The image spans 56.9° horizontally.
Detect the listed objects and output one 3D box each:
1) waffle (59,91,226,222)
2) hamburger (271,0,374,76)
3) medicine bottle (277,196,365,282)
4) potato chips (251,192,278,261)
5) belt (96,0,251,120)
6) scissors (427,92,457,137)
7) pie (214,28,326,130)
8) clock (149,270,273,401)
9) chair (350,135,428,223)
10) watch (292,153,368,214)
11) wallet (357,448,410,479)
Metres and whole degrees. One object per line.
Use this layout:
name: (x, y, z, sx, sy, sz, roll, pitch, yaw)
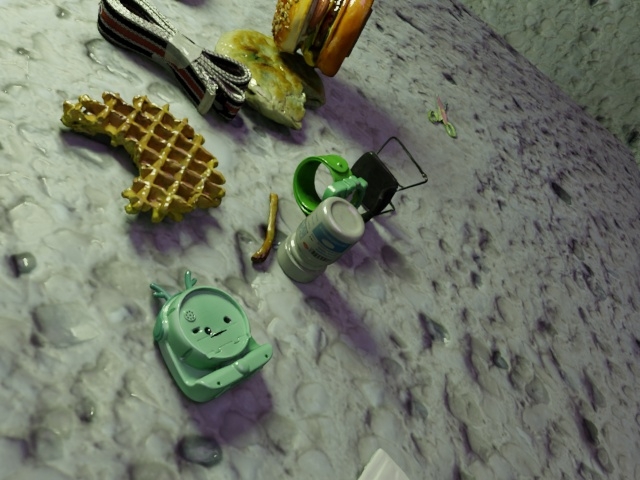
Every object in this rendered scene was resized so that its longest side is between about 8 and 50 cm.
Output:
waffle: (-0.308, -0.157, 1.091, 0.259, 0.069, 0.293, -17, 67, -51)
hamburger: (0.003, -0.572, 1.469, 0.225, 0.291, 0.291, 24, 42, -8)
medicine bottle: (0.000, 0.000, 1.152, 0.105, 0.168, 0.105, 24, 44, -26)
potato chips: (-0.105, -0.028, 1.196, 0.037, 0.026, 0.204, 20, 44, -11)
belt: (-0.312, -0.402, 1.266, 0.359, 0.094, 0.126, 37, 56, -10)
scissors: (0.422, -0.441, 2.048, 0.133, 0.020, 0.187, 32, 42, -23)
pie: (-0.126, -0.415, 1.472, 0.337, 0.075, 0.338, 27, 39, -24)
clock: (-0.186, 0.140, 0.941, 0.211, 0.066, 0.159, 54, 38, 10)
chair: (0.128, -0.134, 1.418, 0.145, 0.140, 0.221, 51, 41, 7)
watch: (0.005, -0.100, 1.290, 0.152, 0.165, 0.131, 36, 33, 28)
wallet: (0.135, 0.453, 0.993, 0.183, 0.032, 0.124, 48, 36, 3)
